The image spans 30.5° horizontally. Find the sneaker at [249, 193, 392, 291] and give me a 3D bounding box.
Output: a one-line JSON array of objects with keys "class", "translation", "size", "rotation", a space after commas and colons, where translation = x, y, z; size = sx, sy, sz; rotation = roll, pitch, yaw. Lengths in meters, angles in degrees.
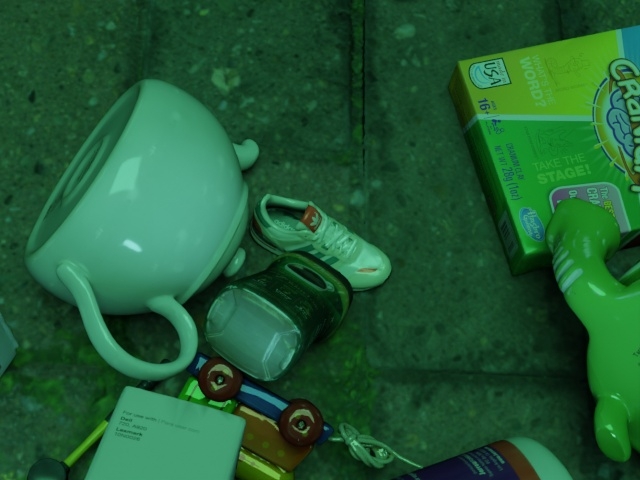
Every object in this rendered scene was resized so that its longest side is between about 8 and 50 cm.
[{"class": "sneaker", "translation": [0.000, 0.000, 1.223], "size": [0.161, 0.075, 0.057], "rotation": [26, 68, 6]}]

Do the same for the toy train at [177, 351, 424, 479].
[{"class": "toy train", "translation": [-0.041, 0.221, 1.127], "size": [0.248, 0.105, 0.143], "rotation": [29, 84, 0]}]

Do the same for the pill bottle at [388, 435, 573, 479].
[{"class": "pill bottle", "translation": [0.077, 0.306, 1.047], "size": [0.322, 0.181, 0.182], "rotation": [-18, 70, -11]}]

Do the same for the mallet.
[{"class": "mallet", "translation": [-0.212, 0.181, 1.139], "size": [0.039, 0.062, 0.190], "rotation": [39, 70, 10]}]

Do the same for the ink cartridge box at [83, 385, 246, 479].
[{"class": "ink cartridge box", "translation": [-0.155, 0.290, 0.965], "size": [0.117, 0.201, 0.278], "rotation": [14, 34, 0]}]

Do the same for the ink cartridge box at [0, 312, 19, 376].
[{"class": "ink cartridge box", "translation": [-0.422, 0.164, 1.043], "size": [0.129, 0.223, 0.307], "rotation": [28, 68, 8]}]

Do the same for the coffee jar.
[{"class": "coffee jar", "translation": [-0.035, 0.068, 1.143], "size": [0.096, 0.184, 0.079], "rotation": [33, 110, 11]}]

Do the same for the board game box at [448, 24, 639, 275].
[{"class": "board game box", "translation": [0.329, -0.113, 1.302], "size": [0.316, 0.064, 0.242], "rotation": [-13, 69, -9]}]

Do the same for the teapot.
[{"class": "teapot", "translation": [-0.157, -0.017, 1.152], "size": [0.187, 0.252, 0.256], "rotation": [35, 88, -19]}]

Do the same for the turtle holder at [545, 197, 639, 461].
[{"class": "turtle holder", "translation": [0.368, 0.099, 1.144], "size": [0.320, 0.243, 0.227], "rotation": [9, 31, 22]}]
